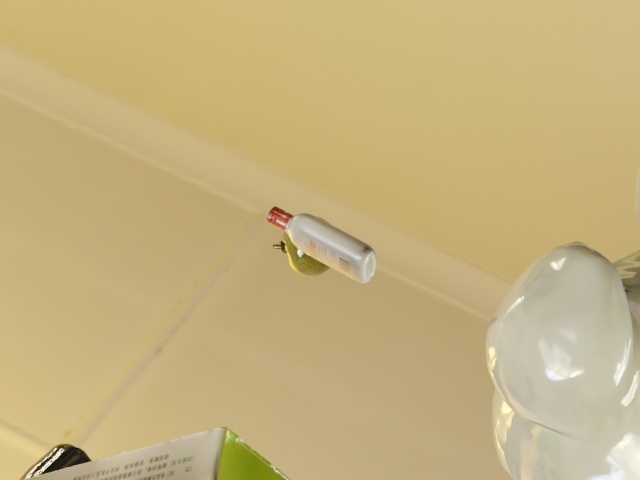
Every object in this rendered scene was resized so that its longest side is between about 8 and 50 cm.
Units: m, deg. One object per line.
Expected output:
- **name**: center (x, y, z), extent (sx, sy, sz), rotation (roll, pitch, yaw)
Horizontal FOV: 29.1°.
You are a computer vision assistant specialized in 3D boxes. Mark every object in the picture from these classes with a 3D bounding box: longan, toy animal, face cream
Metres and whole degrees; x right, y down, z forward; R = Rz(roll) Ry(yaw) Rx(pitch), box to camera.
- **longan**: center (-0.018, 0.007, 1.488), extent (0.083, 0.075, 0.075), rotation (-6, -153, 16)
- **toy animal**: center (0.225, -0.018, 0.639), extent (0.241, 0.367, 0.196), rotation (31, 174, -42)
- **face cream**: center (0.000, 0.000, 0.855), extent (0.083, 0.040, 0.021), rotation (28, -114, 19)

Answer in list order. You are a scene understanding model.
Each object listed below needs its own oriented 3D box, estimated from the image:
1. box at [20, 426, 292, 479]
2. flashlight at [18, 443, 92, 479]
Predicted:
- **box**: center (-0.116, 0.218, 0.834), extent (0.175, 0.260, 0.062), rotation (46, -142, -35)
- **flashlight**: center (-0.415, 0.391, 1.402), extent (0.103, 0.103, 0.424), rotation (34, -124, 19)
